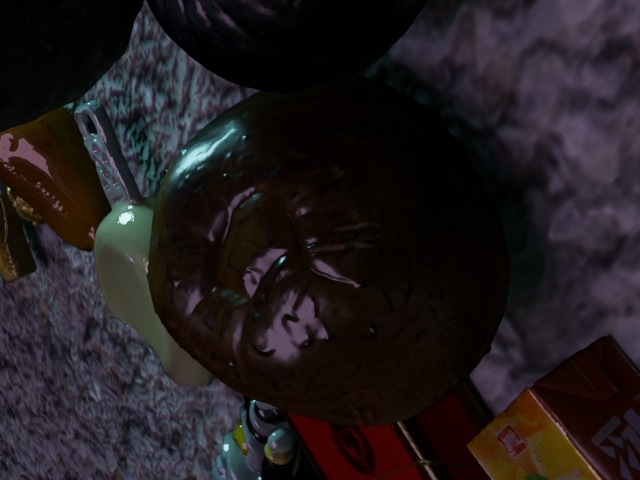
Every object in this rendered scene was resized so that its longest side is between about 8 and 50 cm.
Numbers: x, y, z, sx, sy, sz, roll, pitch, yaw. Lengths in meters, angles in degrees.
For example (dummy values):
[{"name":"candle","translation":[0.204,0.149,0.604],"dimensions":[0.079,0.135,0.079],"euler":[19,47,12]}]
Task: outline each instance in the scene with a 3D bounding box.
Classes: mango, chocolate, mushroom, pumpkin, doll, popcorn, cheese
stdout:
[{"name":"mango","translation":[-0.249,-0.070,1.076],"dimensions":[0.159,0.084,0.105],"euler":[47,136,-14]},{"name":"chocolate","translation":[-0.395,-0.054,1.318],"dimensions":[0.085,0.085,0.219],"euler":[7,123,55]},{"name":"mushroom","translation":[-0.008,0.001,0.650],"dimensions":[0.231,0.138,0.194],"euler":[14,104,29]},{"name":"pumpkin","translation":[-0.016,-0.175,0.580],"dimensions":[0.202,0.140,0.202],"euler":[22,118,52]},{"name":"doll","translation":[-0.045,0.216,0.975],"dimensions":[0.145,0.103,0.316],"euler":[39,137,41]},{"name":"popcorn","translation":[-0.292,-0.057,1.153],"dimensions":[0.082,0.057,0.083],"euler":[21,-130,-77]},{"name":"cheese","translation":[-0.149,0.002,0.988],"dimensions":[0.163,0.070,0.249],"euler":[24,132,47]}]

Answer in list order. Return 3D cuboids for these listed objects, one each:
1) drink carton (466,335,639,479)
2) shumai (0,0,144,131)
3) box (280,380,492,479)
[{"name":"drink carton","translation":[0.187,0.171,0.615],"dimensions":[0.223,0.071,0.096],"euler":[53,149,17]},{"name":"shumai","translation":[-0.282,-0.247,0.617],"dimensions":[0.348,0.395,0.395],"euler":[2,118,27]},{"name":"box","translation":[0.036,0.116,0.798],"dimensions":[0.240,0.074,0.153],"euler":[58,145,6]}]
